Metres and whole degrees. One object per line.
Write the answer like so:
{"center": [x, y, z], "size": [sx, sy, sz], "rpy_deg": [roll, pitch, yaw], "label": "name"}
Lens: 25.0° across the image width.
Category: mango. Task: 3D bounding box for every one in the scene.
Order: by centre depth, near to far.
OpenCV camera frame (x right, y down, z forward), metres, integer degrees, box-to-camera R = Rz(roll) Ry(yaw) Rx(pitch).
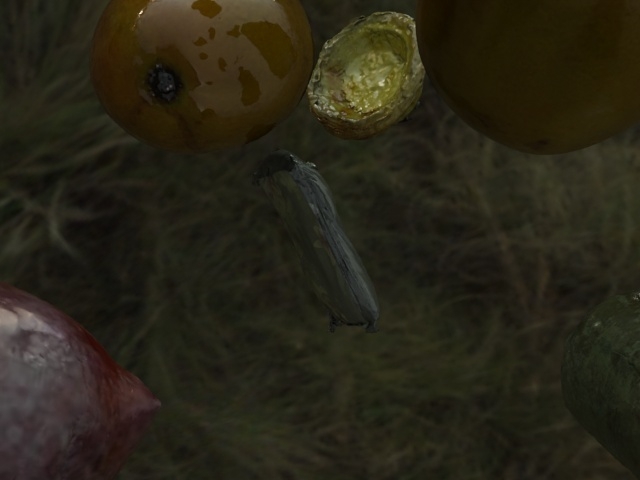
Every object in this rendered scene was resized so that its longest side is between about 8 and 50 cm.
{"center": [0.250, -0.267, 1.499], "size": [0.300, 0.445, 0.232], "rpy_deg": [12, 57, 10], "label": "mango"}
{"center": [-0.139, -0.223, 1.704], "size": [0.264, 0.378, 0.221], "rpy_deg": [-12, 102, 3], "label": "mango"}

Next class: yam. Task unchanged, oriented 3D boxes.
{"center": [0.334, 0.152, 1.328], "size": [0.161, 0.268, 0.161], "rpy_deg": [-5, 109, -14], "label": "yam"}

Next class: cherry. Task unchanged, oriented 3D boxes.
{"center": [-0.216, 0.103, 0.822], "size": [0.250, 0.175, 0.192], "rpy_deg": [-2, 60, -5], "label": "cherry"}

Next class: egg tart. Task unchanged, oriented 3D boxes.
{"center": [0.079, -0.240, 2.155], "size": [0.090, 0.213, 0.212], "rpy_deg": [33, 60, -53], "label": "egg tart"}

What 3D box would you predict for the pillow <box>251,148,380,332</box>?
{"center": [0.000, 0.000, 1.821], "size": [0.059, 0.169, 0.255], "rpy_deg": [-28, 93, -23], "label": "pillow"}
